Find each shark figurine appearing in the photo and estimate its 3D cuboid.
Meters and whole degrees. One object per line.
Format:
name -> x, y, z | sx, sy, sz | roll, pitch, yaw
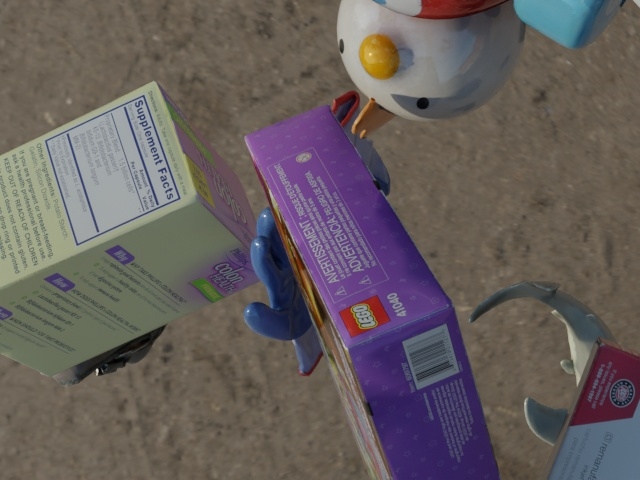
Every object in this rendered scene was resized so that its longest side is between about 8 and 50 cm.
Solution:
shark figurine -> 0.244, 0.126, 0.990 | 0.116, 0.166, 0.278 | 15, 128, 53

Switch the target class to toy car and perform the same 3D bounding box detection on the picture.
toy car -> 0.062, -0.139, 0.668 | 0.219, 0.210, 0.238 | 35, 131, 16

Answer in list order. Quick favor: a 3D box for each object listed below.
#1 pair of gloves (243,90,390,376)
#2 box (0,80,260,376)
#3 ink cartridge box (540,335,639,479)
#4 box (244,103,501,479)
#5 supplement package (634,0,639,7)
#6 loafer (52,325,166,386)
pair of gloves -> 0.000, 0.000, 0.841 | 0.023, 0.159, 0.198 | 13, 50, 26
box -> -0.195, 0.000, 1.028 | 0.243, 0.213, 0.117 | -24, 67, 7
ink cartridge box -> 0.225, 0.138, 0.730 | 0.150, 0.063, 0.109 | 21, 91, 10
box -> 0.045, 0.093, 0.678 | 0.057, 0.293, 0.201 | -22, 37, -4
supplement package -> 0.478, -0.265, 1.122 | 0.262, 0.199, 0.198 | 23, 91, 39
loafer -> -0.192, 0.090, 1.268 | 0.096, 0.267, 0.084 | -11, 110, 32
